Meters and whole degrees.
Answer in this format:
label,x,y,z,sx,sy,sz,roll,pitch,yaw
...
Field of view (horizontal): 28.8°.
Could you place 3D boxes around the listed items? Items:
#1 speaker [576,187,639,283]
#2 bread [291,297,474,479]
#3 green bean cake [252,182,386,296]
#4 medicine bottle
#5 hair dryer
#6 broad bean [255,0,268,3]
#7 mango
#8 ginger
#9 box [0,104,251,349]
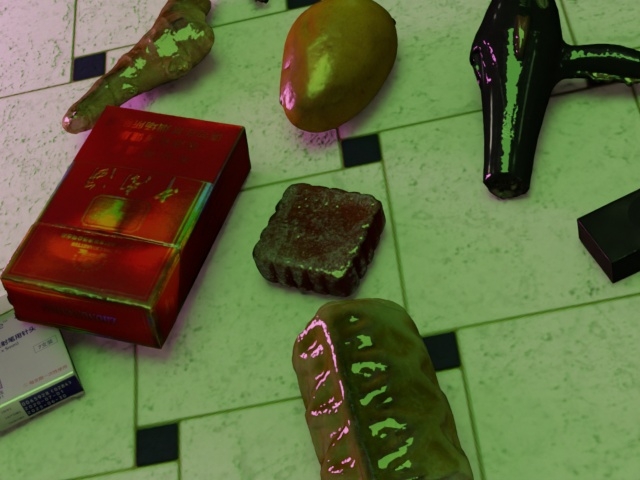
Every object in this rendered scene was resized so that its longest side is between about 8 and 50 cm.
label,x,y,z,sx,sy,sz,roll,pitch,yaw
speaker,0.410,-0.035,1.433,0.218,0.044,0.082,-24,50,-4
bread,0.055,0.172,1.315,0.152,0.130,0.267,-21,49,4
green bean cake,0.000,0.000,1.510,0.135,0.056,0.135,13,57,22
medicine bottle,-0.402,0.157,1.501,0.201,0.052,0.171,-25,49,-7
hair dryer,0.364,-0.190,1.551,0.359,0.120,0.303,3,62,7
broad bean,-0.003,-0.462,1.881,0.292,0.049,0.144,-30,53,-6
mango,0.016,-0.236,1.660,0.147,0.109,0.227,29,61,5
ginger,-0.242,-0.255,1.759,0.148,0.081,0.333,26,62,36
box,-0.232,-0.026,1.542,0.197,0.089,0.313,11,51,14
